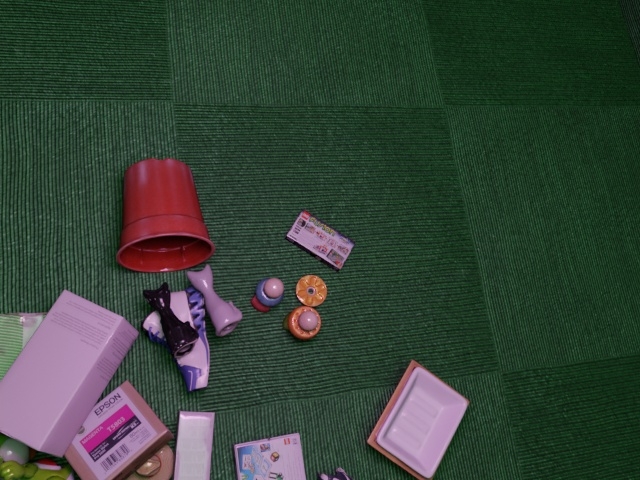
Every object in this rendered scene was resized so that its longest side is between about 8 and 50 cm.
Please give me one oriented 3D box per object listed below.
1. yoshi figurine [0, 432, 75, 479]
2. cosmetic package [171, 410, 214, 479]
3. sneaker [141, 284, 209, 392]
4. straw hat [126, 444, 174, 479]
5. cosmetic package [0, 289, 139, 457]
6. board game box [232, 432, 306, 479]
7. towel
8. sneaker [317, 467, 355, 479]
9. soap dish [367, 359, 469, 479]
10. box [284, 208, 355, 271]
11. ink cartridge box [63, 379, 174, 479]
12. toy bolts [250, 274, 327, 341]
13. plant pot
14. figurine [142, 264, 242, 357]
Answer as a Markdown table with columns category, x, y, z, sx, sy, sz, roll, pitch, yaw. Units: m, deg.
| category | x | y | z | sx | sy | sz | roll | pitch | yaw |
| --- | --- | --- | --- | --- | --- | --- | --- | --- | --- |
| yoshi figurine | -0.750 | 0.610 | 1.471 | 0.362 | 0.203 | 0.203 | 39 | 74 | 1 |
| cosmetic package | -0.354 | 0.597 | 1.657 | 0.099 | 0.060 | 0.239 | 7 | 72 | -16 |
| sneaker | -0.416 | 0.283 | 1.713 | 0.182 | 0.127 | 0.315 | -5 | 68 | -14 |
| straw hat | -0.467 | 0.609 | 1.621 | 0.145 | 0.061 | 0.144 | 5 | 72 | -15 |
| cosmetic package | -0.660 | 0.337 | 1.533 | 0.197 | 0.155 | 0.365 | 24 | 68 | 12 |
| board game box | -0.134 | 0.716 | 1.690 | 0.193 | 0.053 | 0.305 | -4 | 75 | -19 |
| towel | -0.770 | 0.314 | 1.638 | 0.325 | 0.038 | 0.247 | 0 | 74 | -18 |
| sneaker | 0.017 | 0.741 | 1.694 | 0.235 | 0.094 | 0.153 | -32 | 77 | -35 |
| soap dish | 0.294 | 0.552 | 1.832 | 0.229 | 0.118 | 0.291 | 36 | 67 | -3 |
| box | 0.000 | 0.000 | 1.959 | 0.207 | 0.036 | 0.114 | 33 | 67 | -5 |
| ink cartridge box | -0.542 | 0.522 | 1.582 | 0.235 | 0.088 | 0.193 | -40 | 68 | -22 |
| toy bolts | -0.080 | 0.169 | 1.817 | 0.228 | 0.158 | 0.218 | 29 | 68 | -6 |
| plant pot | -0.459 | -0.079 | 1.740 | 0.272 | 0.272 | 0.265 | -5 | 67 | -18 |
| figurine | -0.355 | 0.183 | 1.659 | 0.215 | 0.092 | 0.209 | -25 | 69 | -24 |
